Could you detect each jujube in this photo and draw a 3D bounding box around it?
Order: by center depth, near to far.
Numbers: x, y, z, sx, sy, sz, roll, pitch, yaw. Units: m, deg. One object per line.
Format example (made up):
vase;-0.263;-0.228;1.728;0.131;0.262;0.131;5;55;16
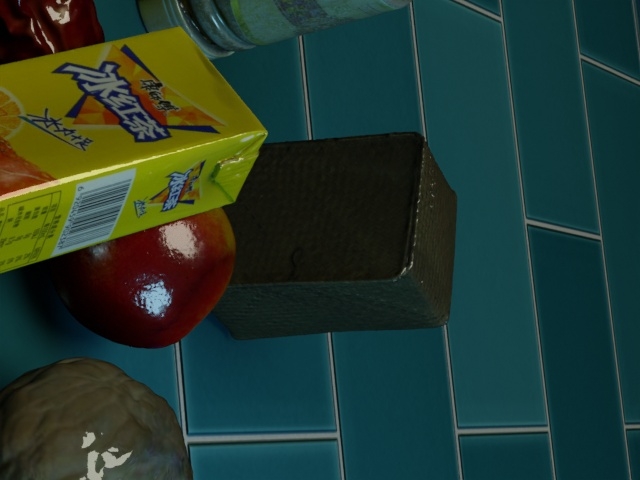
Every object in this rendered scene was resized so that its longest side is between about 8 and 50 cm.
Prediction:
jujube;-0.286;-0.236;1.609;0.155;0.155;0.230;-52;126;-53

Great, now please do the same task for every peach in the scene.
peach;-0.185;0.008;1.689;0.197;0.197;0.197;27;58;-55

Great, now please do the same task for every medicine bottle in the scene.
medicine bottle;-0.032;-0.300;1.900;0.151;0.322;0.151;28;57;-54

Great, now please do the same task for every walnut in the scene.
walnut;-0.221;0.212;1.542;0.224;0.224;0.224;27;58;-55

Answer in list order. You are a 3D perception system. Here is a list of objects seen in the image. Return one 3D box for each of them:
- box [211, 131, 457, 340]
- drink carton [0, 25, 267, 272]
box;-0.001;-0.001;1.901;0.143;0.273;0.184;54;38;-54
drink carton;-0.232;-0.079;1.529;0.351;0.111;0.154;-19;60;-40
